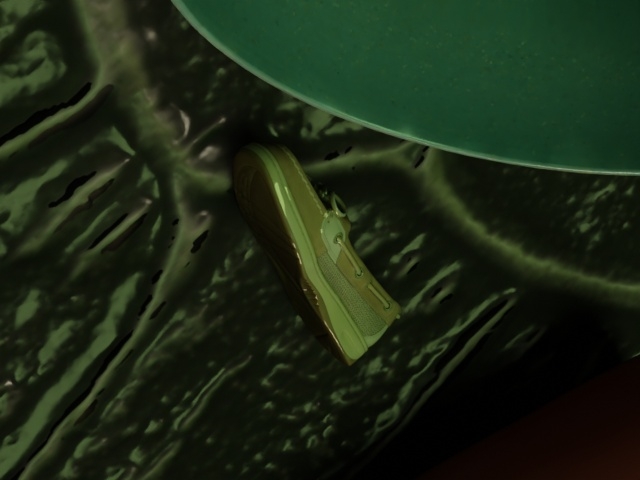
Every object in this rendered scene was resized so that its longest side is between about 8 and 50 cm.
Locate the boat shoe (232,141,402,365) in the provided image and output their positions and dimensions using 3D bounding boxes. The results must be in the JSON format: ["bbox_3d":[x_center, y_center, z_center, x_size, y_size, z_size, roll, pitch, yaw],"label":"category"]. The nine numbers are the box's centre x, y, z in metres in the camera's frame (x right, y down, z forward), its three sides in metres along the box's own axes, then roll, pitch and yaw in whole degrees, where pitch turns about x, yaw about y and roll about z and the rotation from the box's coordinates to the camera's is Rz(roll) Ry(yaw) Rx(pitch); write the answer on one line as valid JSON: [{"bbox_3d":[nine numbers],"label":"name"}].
[{"bbox_3d":[0.001,0.001,0.702,0.048,0.056,0.153,-38,131,-13],"label":"boat shoe"}]

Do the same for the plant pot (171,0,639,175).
[{"bbox_3d":[0.097,-0.168,0.534,0.290,0.290,0.196,24,70,-36],"label":"plant pot"}]

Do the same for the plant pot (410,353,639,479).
[{"bbox_3d":[0.130,0.230,0.792,0.243,0.275,0.275,-18,127,-3],"label":"plant pot"}]
